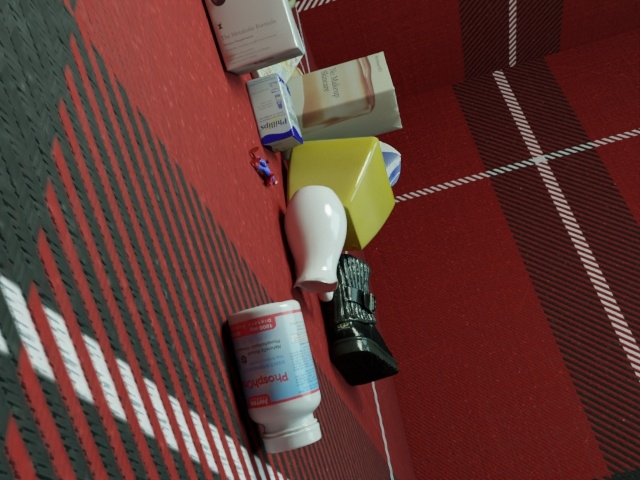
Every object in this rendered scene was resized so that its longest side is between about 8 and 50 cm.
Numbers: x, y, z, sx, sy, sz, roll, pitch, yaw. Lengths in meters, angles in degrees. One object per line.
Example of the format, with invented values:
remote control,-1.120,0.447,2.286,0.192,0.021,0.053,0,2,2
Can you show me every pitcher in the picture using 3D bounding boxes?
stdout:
pitcher,-0.005,0.011,1.211,0.178,0.125,0.207,64,22,-67

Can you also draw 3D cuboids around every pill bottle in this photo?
pill bottle,-0.049,0.155,0.694,0.087,0.087,0.160,36,39,-78

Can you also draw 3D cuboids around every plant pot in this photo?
plant pot,0.033,-0.091,1.374,0.212,0.212,0.187,68,32,-42

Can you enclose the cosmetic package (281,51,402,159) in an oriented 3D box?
cosmetic package,0.030,-0.319,1.428,0.129,0.295,0.153,67,10,-50

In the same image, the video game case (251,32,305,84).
video game case,-0.112,-0.456,1.348,0.206,0.026,0.227,-66,151,-31

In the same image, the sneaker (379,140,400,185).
sneaker,0.063,-0.166,1.561,0.127,0.315,0.182,-42,137,-41

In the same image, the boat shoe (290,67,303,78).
boat shoe,-0.072,-0.478,1.897,0.059,0.062,0.170,64,12,-82

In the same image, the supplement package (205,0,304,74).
supplement package,-0.133,-0.442,1.084,0.134,0.138,0.244,-73,145,-78

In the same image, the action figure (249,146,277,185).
action figure,-0.102,-0.132,1.121,0.115,0.030,0.038,63,9,-66

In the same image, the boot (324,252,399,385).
boot,0.095,0.201,1.495,0.348,0.131,0.260,61,15,-59

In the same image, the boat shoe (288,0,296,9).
boat shoe,-0.136,-0.621,1.511,0.324,0.122,0.120,-96,165,-54

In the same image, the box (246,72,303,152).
box,-0.094,-0.267,1.272,0.126,0.072,0.137,-9,84,-82
